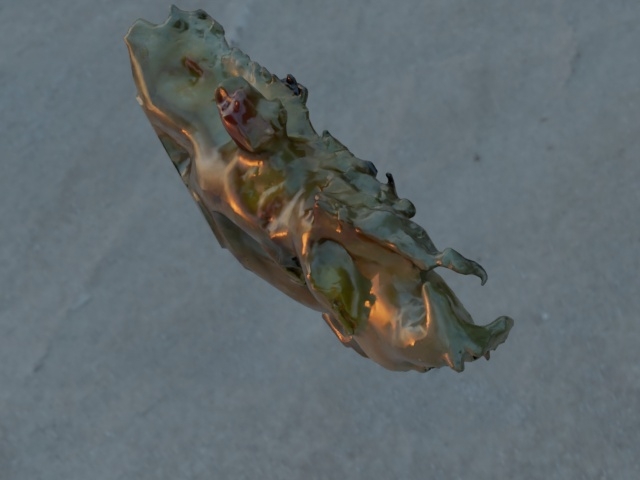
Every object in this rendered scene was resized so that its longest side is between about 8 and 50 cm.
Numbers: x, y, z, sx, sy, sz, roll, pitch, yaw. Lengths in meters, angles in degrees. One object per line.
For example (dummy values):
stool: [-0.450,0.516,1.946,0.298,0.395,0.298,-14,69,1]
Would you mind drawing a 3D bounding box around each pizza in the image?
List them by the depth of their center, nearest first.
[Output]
pizza: [0.000,0.000,0.644,0.071,0.189,0.297,-37,43,-13]
